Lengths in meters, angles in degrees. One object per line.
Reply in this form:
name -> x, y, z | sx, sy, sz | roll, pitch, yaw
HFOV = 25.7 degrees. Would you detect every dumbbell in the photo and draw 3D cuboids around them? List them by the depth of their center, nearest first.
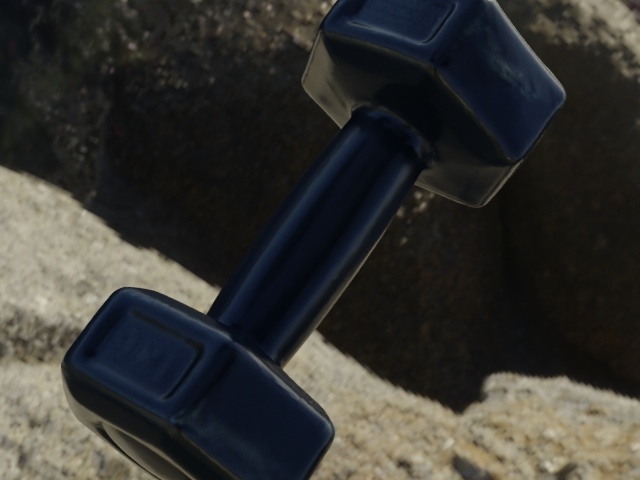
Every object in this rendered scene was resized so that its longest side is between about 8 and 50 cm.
dumbbell -> 0.000, -0.001, 0.781 | 0.156, 0.143, 0.316 | 45, 69, -25
